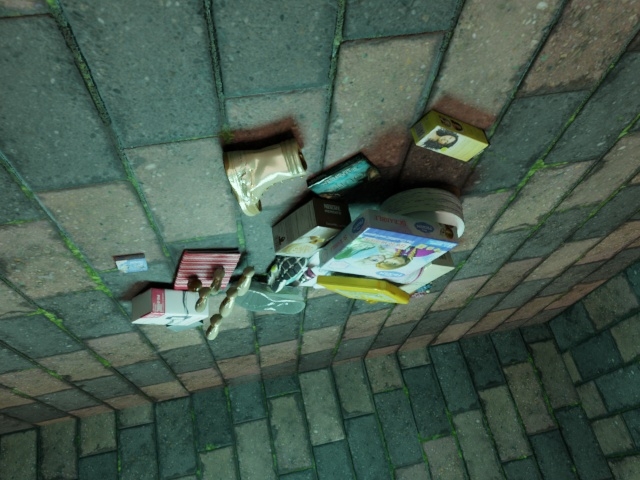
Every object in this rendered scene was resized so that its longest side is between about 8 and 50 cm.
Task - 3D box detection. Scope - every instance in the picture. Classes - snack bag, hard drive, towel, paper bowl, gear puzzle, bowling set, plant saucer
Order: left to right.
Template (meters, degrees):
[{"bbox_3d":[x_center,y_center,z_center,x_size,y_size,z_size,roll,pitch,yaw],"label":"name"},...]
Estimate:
[{"bbox_3d":[-0.600,0.369,2.303,0.135,0.022,0.094,-17,154,7],"label":"hard drive"},{"bbox_3d":[-0.410,0.107,1.857,0.198,0.031,0.275,1,149,-24],"label":"towel"},{"bbox_3d":[-0.373,0.178,1.796,0.199,0.287,0.154,28,136,-2],"label":"bowling set"},{"bbox_3d":[0.049,0.122,2.111,0.342,0.037,0.323,6,149,-35],"label":"snack bag"},{"bbox_3d":[0.385,0.272,2.571,0.338,0.044,0.175,-8,154,-12],"label":"gear puzzle"},{"bbox_3d":[0.335,-0.042,1.736,0.283,0.148,0.284,1,154,0],"label":"paper bowl"},{"bbox_3d":[0.402,-0.130,1.785,0.168,0.029,0.168,-12,155,-6],"label":"plant saucer"}]

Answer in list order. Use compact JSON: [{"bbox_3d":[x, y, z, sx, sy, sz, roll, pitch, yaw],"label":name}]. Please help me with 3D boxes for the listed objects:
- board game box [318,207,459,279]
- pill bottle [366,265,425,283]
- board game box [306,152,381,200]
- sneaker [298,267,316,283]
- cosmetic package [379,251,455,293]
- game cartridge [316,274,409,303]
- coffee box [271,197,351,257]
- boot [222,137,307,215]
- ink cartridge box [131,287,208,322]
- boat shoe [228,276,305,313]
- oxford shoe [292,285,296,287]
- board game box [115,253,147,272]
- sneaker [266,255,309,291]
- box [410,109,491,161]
[{"bbox_3d":[0.203,0.024,1.614,0.318,0.066,0.318,9,152,-23],"label":"board game box"},{"bbox_3d":[0.251,0.075,1.970,0.282,0.161,0.160,10,146,-40],"label":"pill bottle"},{"bbox_3d":[0.069,-0.180,1.516,0.186,0.026,0.126,-25,152,22],"label":"board game box"},{"bbox_3d":[-0.054,0.139,1.982,0.057,0.047,0.119,-46,170,12],"label":"sneaker"},{"bbox_3d":[0.393,0.128,2.208,0.160,0.113,0.309,8,146,-38],"label":"cosmetic package"},{"bbox_3d":[0.176,0.197,2.082,0.285,0.053,0.323,3,169,28],"label":"game cartridge"},{"bbox_3d":[-0.030,-0.035,1.649,0.141,0.098,0.246,6,155,-37],"label":"coffee box"},{"bbox_3d":[-0.131,-0.165,1.377,0.203,0.095,0.262,-15,150,-1],"label":"boot"},{"bbox_3d":[-0.569,0.255,1.974,0.237,0.100,0.171,11,154,-41],"label":"ink cartridge box"},{"bbox_3d":[-0.215,0.212,2.068,0.320,0.103,0.118,11,131,-22],"label":"boat shoe"},{"bbox_3d":[-0.204,0.228,2.175,0.227,0.083,0.096,-6,178,-23],"label":"oxford shoe"},{"bbox_3d":[-0.617,0.076,1.702,0.090,0.020,0.090,-7,152,-15],"label":"board game box"},{"bbox_3d":[-0.112,0.098,1.942,0.109,0.107,0.275,-21,167,-36],"label":"sneaker"},{"bbox_3d":[0.358,-0.281,1.420,0.232,0.058,0.087,6,148,-37],"label":"box"}]
